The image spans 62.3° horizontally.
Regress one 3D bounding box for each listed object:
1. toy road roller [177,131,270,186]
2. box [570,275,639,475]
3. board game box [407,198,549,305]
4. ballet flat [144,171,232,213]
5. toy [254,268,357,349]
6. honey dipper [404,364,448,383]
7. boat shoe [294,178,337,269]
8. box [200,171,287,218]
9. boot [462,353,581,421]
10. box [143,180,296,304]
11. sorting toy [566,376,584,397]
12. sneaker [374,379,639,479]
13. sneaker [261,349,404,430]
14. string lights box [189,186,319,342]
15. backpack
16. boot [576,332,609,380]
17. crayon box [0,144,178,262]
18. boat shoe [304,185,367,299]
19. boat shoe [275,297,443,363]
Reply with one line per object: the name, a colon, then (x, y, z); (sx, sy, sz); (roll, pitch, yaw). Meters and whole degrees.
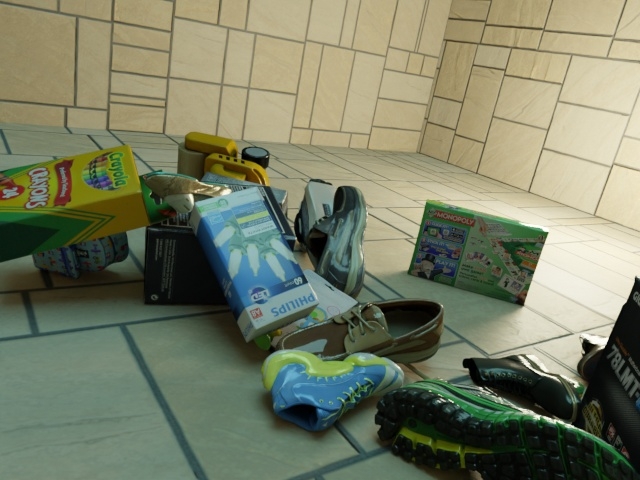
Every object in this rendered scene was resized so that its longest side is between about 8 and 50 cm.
toy road roller: (-0.326, -0.197, 1.699); (0.329, 0.203, 0.241); (14, 30, 5)
box: (0.463, 0.236, 0.735); (0.073, 0.293, 0.295); (13, 20, 8)
board game box: (0.414, 0.031, 1.416); (0.317, 0.214, 0.046); (16, 19, 12)
ballet flat: (-0.242, -0.082, 1.013); (0.073, 0.067, 0.206); (-16, -11, 34)
toy: (-0.046, 0.151, 1.057); (0.137, 0.056, 0.237); (33, 33, 21)
honey dipper: (0.179, 0.242, 0.976); (0.030, 0.031, 0.160); (-4, 20, -36)
boat shoe: (0.000, 0.000, 1.453); (0.127, 0.158, 0.341); (10, 47, -16)
box: (-0.203, -0.076, 1.429); (0.231, 0.183, 0.056); (14, 48, 8)
boot: (0.355, 0.265, 0.953); (0.137, 0.077, 0.198); (3, 7, -9)
box: (-0.237, -0.002, 1.183); (0.293, 0.183, 0.296); (3, 26, -18)
sorting toy: (0.575, 0.308, 0.968); (0.274, 0.046, 0.132); (19, 21, 24)
sneaker: (0.259, 0.269, 0.748); (0.343, 0.134, 0.146); (15, 15, 32)
sneaker: (0.026, 0.245, 0.828); (0.240, 0.091, 0.126); (6, 38, -14)
string lights box: (-0.125, 0.039, 0.971); (0.133, 0.077, 0.260); (-19, 70, -30)
backpack: (-0.495, 0.002, 1.097); (0.173, 0.158, 0.117); (16, 38, 6)
boot: (0.591, 0.250, 1.141); (0.219, 0.082, 0.106); (-7, 3, -31)
crayon box: (-0.450, -0.085, 1.002); (0.318, 0.081, 0.202); (-16, 40, -17)
boat shoe: (0.035, -0.011, 1.275); (0.130, 0.132, 0.355); (13, 45, -10)
boat shoe: (0.076, 0.161, 0.943); (0.324, 0.116, 0.123); (-9, 43, -22)
